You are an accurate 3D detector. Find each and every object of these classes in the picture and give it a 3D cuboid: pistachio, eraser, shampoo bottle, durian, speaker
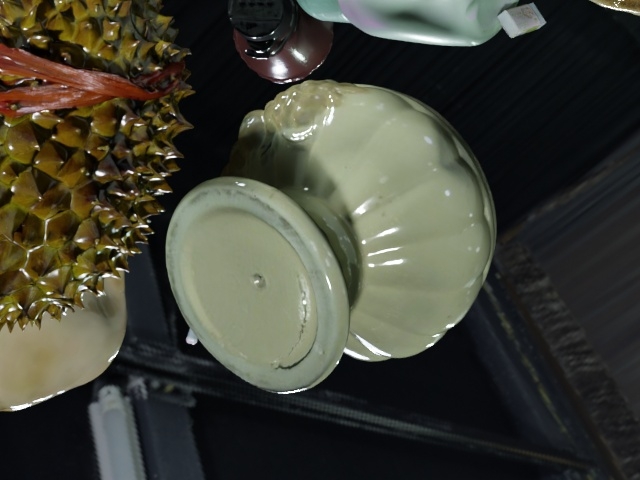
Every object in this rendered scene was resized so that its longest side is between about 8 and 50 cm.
[{"bbox_3d":[-0.478,0.080,1.405,0.365,0.445,0.281,30,174,-14],"label":"pistachio"},{"bbox_3d":[0.283,-0.309,1.254,0.083,0.019,0.038,-28,-98,-44],"label":"eraser"},{"bbox_3d":[0.107,-0.387,1.323,0.222,0.350,0.151,-51,-41,-28],"label":"shampoo bottle"},{"bbox_3d":[-0.286,-0.113,0.874,0.348,0.384,0.347,28,180,0],"label":"durian"},{"bbox_3d":[-0.066,-0.430,1.580,0.198,0.259,0.329,27,-178,2],"label":"speaker"}]

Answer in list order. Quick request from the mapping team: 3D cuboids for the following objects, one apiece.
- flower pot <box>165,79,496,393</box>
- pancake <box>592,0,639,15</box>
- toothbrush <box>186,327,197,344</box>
[{"bbox_3d":[0.000,0.000,0.900,0.307,0.307,0.244,52,-138,6],"label":"flower pot"},{"bbox_3d":[0.600,-0.582,1.684,0.356,0.356,0.065,48,-131,-3],"label":"pancake"},{"bbox_3d":[-0.247,0.072,2.054,0.025,0.342,0.030,15,169,3],"label":"toothbrush"}]
